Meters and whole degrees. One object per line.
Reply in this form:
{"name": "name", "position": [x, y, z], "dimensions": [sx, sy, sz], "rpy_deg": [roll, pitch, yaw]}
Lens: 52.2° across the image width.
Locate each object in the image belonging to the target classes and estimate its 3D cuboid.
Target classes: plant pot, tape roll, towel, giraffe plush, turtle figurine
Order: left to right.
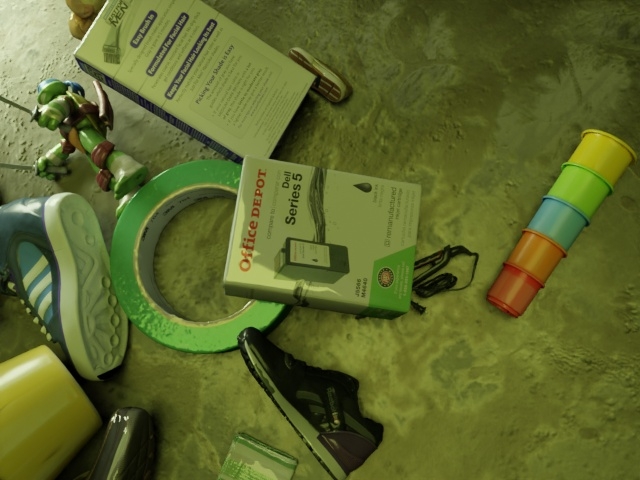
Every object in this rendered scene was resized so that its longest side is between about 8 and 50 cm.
{"name": "plant pot", "position": [-0.479, 0.295, 0.995], "dimensions": [0.239, 0.254, 0.254], "rpy_deg": [-37, 77, -28]}
{"name": "turtle figurine", "position": [-0.435, -0.142, 1.096], "dimensions": [0.266, 0.275, 0.197], "rpy_deg": [42, 121, 7]}
{"name": "giraffe plush", "position": [-0.333, -0.441, 1.170], "dimensions": [0.171, 0.181, 0.210], "rpy_deg": [16, 47, -1]}
{"name": "tape roll", "position": [-0.186, 0.028, 1.096], "dimensions": [0.322, 0.077, 0.321], "rpy_deg": [-1, 80, 5]}
{"name": "towel", "position": [-0.115, 0.401, 1.050], "dimensions": [0.113, 0.023, 0.152], "rpy_deg": [22, 83, 10]}

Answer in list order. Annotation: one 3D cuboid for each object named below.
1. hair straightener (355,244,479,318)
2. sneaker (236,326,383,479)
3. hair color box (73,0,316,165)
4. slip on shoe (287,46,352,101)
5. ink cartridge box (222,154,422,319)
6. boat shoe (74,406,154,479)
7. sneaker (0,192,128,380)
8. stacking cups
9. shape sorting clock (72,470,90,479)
{"name": "hair straightener", "position": [0.160, 0.079, 1.071], "dimensions": [0.231, 0.047, 0.089], "rpy_deg": [-24, 79, -3]}
{"name": "sneaker", "position": [-0.013, 0.230, 1.022], "dimensions": [0.124, 0.107, 0.283], "rpy_deg": [-38, 98, -12]}
{"name": "hair color box", "position": [-0.202, -0.276, 1.079], "dimensions": [0.339, 0.110, 0.185], "rpy_deg": [31, 84, -14]}
{"name": "slip on shoe", "position": [0.000, -0.295, 1.152], "dimensions": [0.135, 0.051, 0.041], "rpy_deg": [39, 46, 19]}
{"name": "ink cartridge box", "position": [0.000, 0.000, 0.991], "dimensions": [0.273, 0.115, 0.198], "rpy_deg": [9, 77, -6]}
{"name": "boat shoe", "position": [-0.358, 0.420, 0.980], "dimensions": [0.130, 0.132, 0.355], "rpy_deg": [13, 75, 10]}
{"name": "sneaker", "position": [-0.472, 0.088, 1.109], "dimensions": [0.236, 0.130, 0.322], "rpy_deg": [-12, 93, 23]}
{"name": "stacking cups", "position": [0.372, -0.024, 1.047], "dimensions": [0.096, 0.096, 0.316], "rpy_deg": [35, 90, 11]}
{"name": "shape sorting clock", "position": [-0.346, 0.473, 1.052], "dimensions": [0.206, 0.040, 0.206], "rpy_deg": [-2, 74, 7]}
